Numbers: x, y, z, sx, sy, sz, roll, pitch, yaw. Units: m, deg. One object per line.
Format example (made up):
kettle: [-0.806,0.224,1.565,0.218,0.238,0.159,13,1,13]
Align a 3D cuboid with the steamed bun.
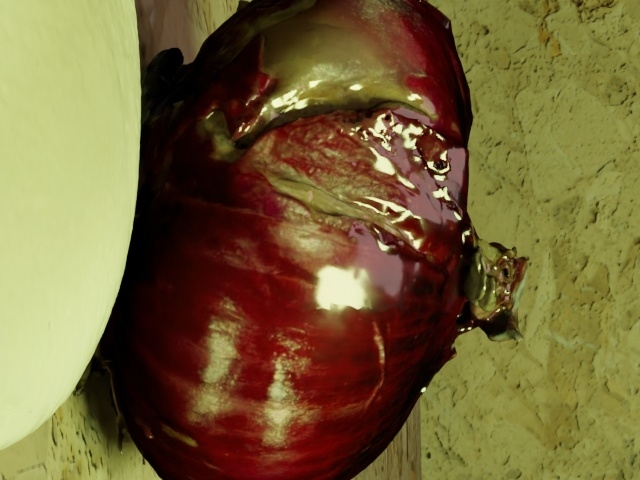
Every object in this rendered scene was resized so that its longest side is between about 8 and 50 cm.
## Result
steamed bun: [-0.134,-0.030,0.498,0.242,0.146,0.164,-75,154,-57]

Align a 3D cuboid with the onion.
onion: [0.000,0.000,1.017,0.314,0.232,0.314,-168,-90,-88]
